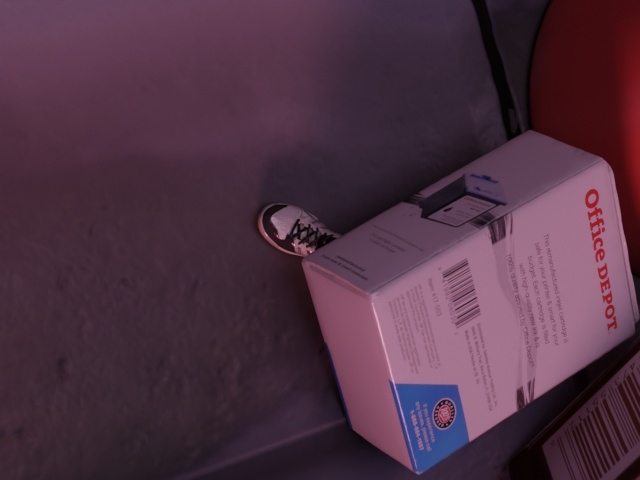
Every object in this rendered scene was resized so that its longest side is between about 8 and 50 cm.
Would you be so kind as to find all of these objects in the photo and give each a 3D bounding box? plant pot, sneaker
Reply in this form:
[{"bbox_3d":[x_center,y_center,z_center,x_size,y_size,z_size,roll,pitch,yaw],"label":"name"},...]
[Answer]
[{"bbox_3d":[0.315,-0.104,1.188,0.275,0.243,0.275,1,87,-25],"label":"plant pot"},{"bbox_3d":[0.000,0.000,1.148,0.083,0.037,0.032,29,77,-19],"label":"sneaker"}]

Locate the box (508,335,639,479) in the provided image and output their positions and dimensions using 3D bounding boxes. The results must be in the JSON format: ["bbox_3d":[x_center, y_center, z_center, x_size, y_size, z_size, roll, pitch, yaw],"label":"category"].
[{"bbox_3d":[0.330,0.218,1.194,0.381,0.143,0.191,39,106,-17],"label":"box"}]

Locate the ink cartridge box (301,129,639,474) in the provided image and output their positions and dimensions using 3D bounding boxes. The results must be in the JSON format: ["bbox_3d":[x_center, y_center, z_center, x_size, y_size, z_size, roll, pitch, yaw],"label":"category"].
[{"bbox_3d":[0.099,0.036,1.145,0.191,0.082,0.139,-30,122,-25],"label":"ink cartridge box"}]
